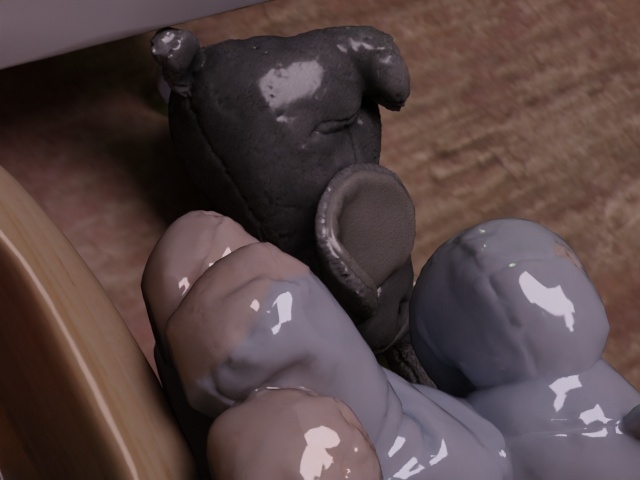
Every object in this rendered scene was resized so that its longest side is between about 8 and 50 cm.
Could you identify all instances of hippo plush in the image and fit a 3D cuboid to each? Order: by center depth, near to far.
[{"bbox_3d":[0.061,0.097,0.740,0.236,0.234,0.294,-17,74,-11],"label":"hippo plush"}]

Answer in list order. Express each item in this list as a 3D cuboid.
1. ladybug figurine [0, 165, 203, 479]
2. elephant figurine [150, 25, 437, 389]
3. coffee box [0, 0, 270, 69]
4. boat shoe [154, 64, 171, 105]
[{"bbox_3d":[-0.201,0.123,0.632,0.305,0.162,0.449,-10,66,-45],"label":"ladybug figurine"},{"bbox_3d":[0.000,0.000,0.924,0.186,0.169,0.240,-9,79,-13],"label":"elephant figurine"},{"bbox_3d":[-0.167,-0.331,0.806,0.338,0.338,0.334,37,36,24],"label":"coffee box"},{"bbox_3d":[-0.054,-0.105,1.030,0.142,0.049,0.040,9,35,-38],"label":"boat shoe"}]
